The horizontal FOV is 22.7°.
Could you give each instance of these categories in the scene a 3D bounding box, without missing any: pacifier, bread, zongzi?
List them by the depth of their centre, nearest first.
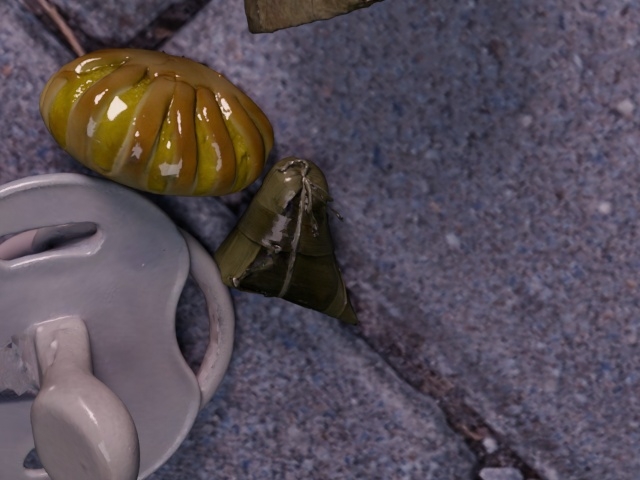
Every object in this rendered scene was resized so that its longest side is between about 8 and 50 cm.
[{"bbox_3d":[-0.114,-0.073,1.064,0.157,0.094,0.083,23,123,1],"label":"bread"},{"bbox_3d":[-0.160,0.096,1.100,0.227,0.207,0.279,-9,121,-11],"label":"pacifier"},{"bbox_3d":[0.000,0.000,1.120,0.119,0.055,0.109,21,118,-21],"label":"zongzi"}]

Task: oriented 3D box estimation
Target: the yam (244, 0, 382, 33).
[{"bbox_3d":[0.027,-0.259,0.907,0.168,0.168,0.304,-1,118,5],"label":"yam"}]
